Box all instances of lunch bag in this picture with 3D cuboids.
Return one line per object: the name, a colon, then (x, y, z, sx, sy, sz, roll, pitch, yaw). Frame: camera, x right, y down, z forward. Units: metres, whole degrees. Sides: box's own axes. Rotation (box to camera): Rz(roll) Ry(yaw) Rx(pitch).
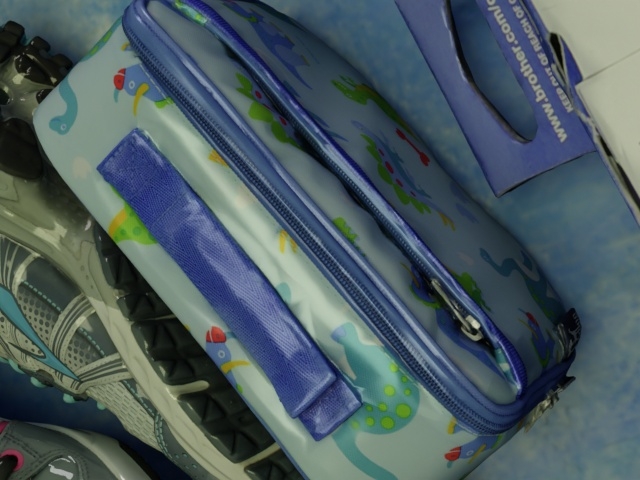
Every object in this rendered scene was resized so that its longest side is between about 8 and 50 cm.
lunch bag: (0.000, 0.000, 0.570, 0.090, 0.176, 0.219, -45, 78, 20)

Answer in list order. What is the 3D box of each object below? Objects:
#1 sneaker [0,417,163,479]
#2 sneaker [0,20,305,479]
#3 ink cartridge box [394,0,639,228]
sneaker: (-0.203, 0.101, 0.624, 0.295, 0.178, 0.124, 23, 97, 34)
sneaker: (-0.102, 0.024, 0.669, 0.283, 0.110, 0.122, 47, 132, 8)
ink cartridge box: (0.196, -0.148, 0.489, 0.395, 0.151, 0.270, -29, 84, 21)
